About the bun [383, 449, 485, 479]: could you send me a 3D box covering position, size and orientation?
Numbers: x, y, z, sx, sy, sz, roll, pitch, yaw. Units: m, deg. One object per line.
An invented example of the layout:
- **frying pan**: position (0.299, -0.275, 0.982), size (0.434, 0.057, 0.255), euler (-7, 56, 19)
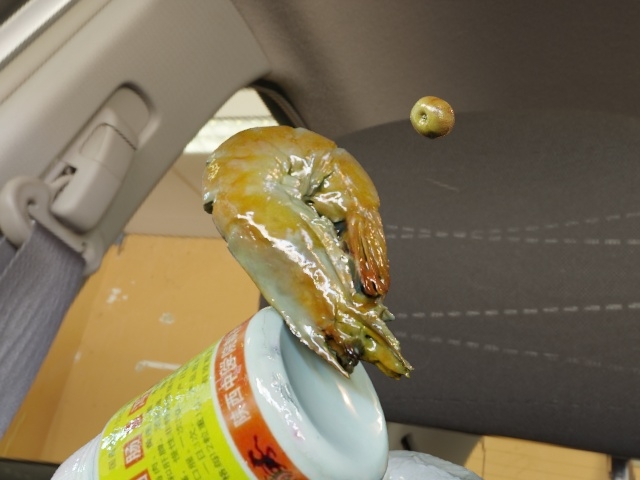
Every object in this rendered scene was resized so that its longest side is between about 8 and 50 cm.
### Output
- **bun**: position (0.133, 0.428, 0.773), size (0.194, 0.354, 0.354), euler (14, -21, -31)

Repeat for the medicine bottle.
- **medicine bottle**: position (-0.074, 0.155, 0.454), size (0.225, 0.139, 0.139), euler (-36, -45, 20)

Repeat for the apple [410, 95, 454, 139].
- **apple**: position (0.214, -0.235, 1.234), size (0.071, 0.083, 0.084), euler (-12, -5, -39)

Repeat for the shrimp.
- **shrimp**: position (0.000, -0.001, 0.434), size (0.115, 0.217, 0.051), euler (-30, -23, -11)
